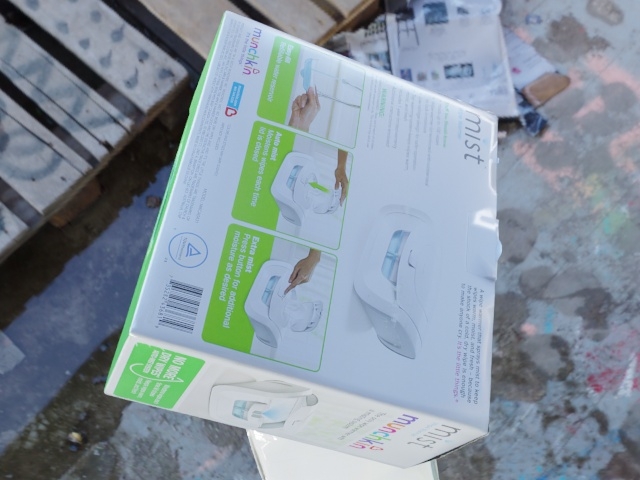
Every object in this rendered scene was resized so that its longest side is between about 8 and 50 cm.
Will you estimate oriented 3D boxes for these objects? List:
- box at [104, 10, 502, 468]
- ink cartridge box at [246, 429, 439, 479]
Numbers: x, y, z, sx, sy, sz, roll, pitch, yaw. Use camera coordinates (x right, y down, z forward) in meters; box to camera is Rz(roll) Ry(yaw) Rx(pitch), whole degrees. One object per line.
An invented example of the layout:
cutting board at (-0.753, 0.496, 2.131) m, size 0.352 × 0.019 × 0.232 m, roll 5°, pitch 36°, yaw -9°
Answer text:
box at (0.000, 0.000, 0.539) m, size 0.231 × 0.127 × 0.262 m, roll 17°, pitch 58°, yaw -15°
ink cartridge box at (0.022, 0.146, 0.799) m, size 0.171 × 0.232 × 0.168 m, roll -12°, pitch 115°, yaw 7°
